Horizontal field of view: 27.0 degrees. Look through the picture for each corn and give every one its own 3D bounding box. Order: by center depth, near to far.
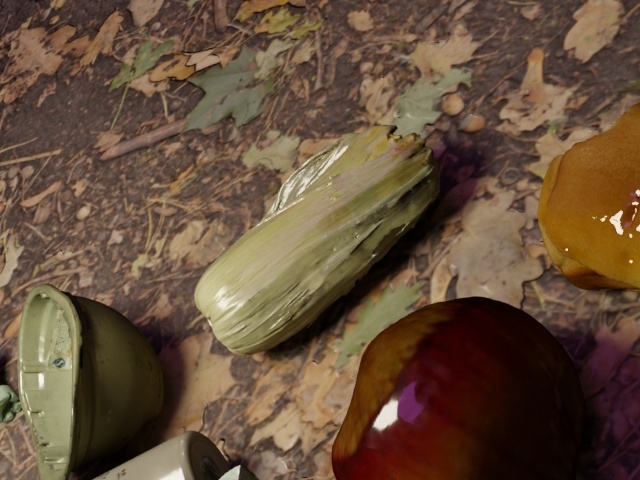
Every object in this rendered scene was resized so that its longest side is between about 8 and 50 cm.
[{"bbox_3d":[-0.001,-0.001,1.441,0.305,0.122,0.123,-43,23,-2],"label":"corn"}]

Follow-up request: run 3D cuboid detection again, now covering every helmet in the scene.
[{"bbox_3d":[-0.244,0.165,1.482,0.204,0.137,0.257,-66,33,36],"label":"helmet"}]

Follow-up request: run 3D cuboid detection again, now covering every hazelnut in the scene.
[{"bbox_3d":[0.129,0.158,1.166,0.217,0.217,0.251,-4,31,35],"label":"hazelnut"}]

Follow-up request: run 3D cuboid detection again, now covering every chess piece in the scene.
[{"bbox_3d":[-0.413,0.181,1.654,0.067,0.067,0.103,-48,50,-6],"label":"chess piece"}]

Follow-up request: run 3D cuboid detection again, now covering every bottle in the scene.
[{"bbox_3d":[-0.205,0.290,1.367,0.233,0.110,0.110,-28,44,15],"label":"bottle"}]

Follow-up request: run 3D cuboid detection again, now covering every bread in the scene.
[{"bbox_3d":[0.358,-0.030,1.175,0.344,0.149,0.195,10,62,42],"label":"bread"}]

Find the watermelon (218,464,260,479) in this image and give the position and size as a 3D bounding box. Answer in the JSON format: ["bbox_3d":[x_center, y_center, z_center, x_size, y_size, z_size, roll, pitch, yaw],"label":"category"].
[{"bbox_3d":[-0.067,0.284,1.243,0.121,0.098,0.158,-58,20,-16],"label":"watermelon"}]
